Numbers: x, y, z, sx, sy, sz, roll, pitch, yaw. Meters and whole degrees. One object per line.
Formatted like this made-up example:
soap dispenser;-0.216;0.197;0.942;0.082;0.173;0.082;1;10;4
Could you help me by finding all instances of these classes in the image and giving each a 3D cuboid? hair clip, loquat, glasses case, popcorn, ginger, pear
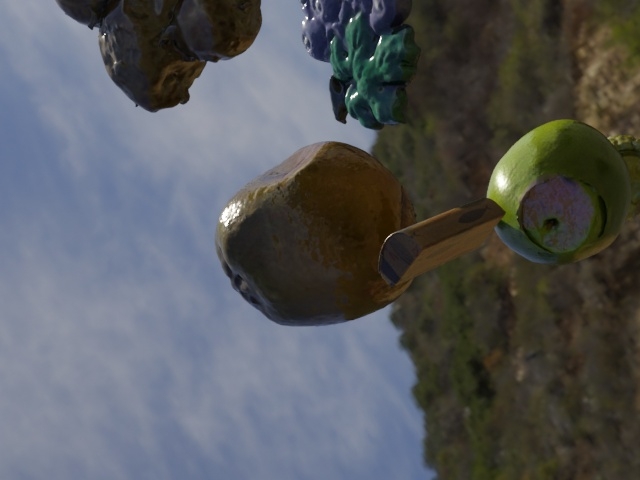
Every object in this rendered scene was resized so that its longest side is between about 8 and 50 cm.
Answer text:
hair clip;0.031;-0.173;0.967;0.052;0.124;0.196;-6;-103;-30
loquat;0.000;0.000;1.854;0.276;0.283;0.276;61;175;9
glasses case;0.130;-0.003;1.415;0.041;0.065;0.170;47;-142;17
popcorn;0.495;-0.111;2.096;0.136;0.141;0.162;61;-151;-28
ginger;-0.263;-0.350;1.867;0.375;0.256;0.176;40;-144;13
pear;0.305;-0.062;1.670;0.187;0.187;0.220;52;-166;-10
